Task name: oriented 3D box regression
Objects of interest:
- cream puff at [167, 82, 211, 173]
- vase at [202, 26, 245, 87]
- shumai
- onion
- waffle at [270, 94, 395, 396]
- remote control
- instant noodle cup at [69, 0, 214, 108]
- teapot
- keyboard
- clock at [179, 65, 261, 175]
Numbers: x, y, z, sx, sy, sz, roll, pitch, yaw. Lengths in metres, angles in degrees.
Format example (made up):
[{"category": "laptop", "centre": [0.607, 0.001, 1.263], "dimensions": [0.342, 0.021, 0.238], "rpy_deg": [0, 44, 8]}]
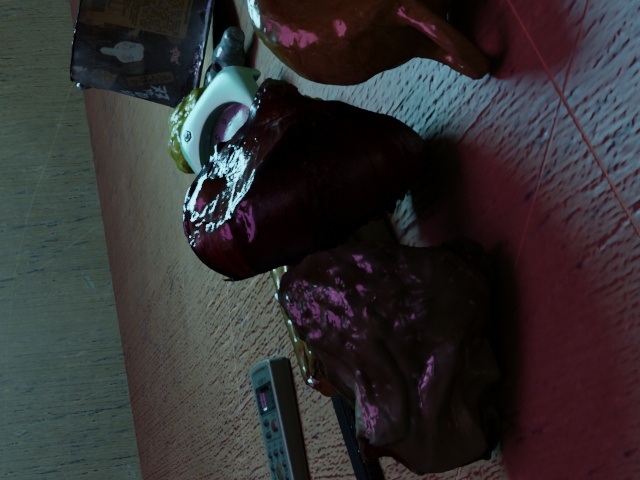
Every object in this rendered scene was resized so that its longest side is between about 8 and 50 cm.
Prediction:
[{"category": "cream puff", "centre": [-0.161, -0.161, 2.134], "dimensions": [0.156, 0.121, 0.156], "rpy_deg": [47, 150, 38]}, {"category": "vase", "centre": [-0.145, -0.254, 2.182], "dimensions": [0.211, 0.060, 0.060], "rpy_deg": [110, 149, -58]}, {"category": "shumai", "centre": [0.067, 0.120, 1.366], "dimensions": [0.256, 0.189, 0.218], "rpy_deg": [129, 132, -68]}, {"category": "onion", "centre": [-0.029, -0.070, 1.462], "dimensions": [0.195, 0.272, 0.272], "rpy_deg": [64, 163, -1]}, {"category": "waffle", "centre": [0.000, 0.000, 1.730], "dimensions": [0.224, 0.098, 0.327], "rpy_deg": [101, 158, -44]}, {"category": "remote control", "centre": [-0.055, 0.319, 2.141], "dimensions": [0.123, 0.038, 0.285], "rpy_deg": [141, 121, -70]}, {"category": "instant noodle cup", "centre": [-0.280, -0.316, 2.265], "dimensions": [0.217, 0.207, 0.217], "rpy_deg": [-169, 90, -84]}, {"category": "teapot", "centre": [0.052, -0.229, 1.366], "dimensions": [0.311, 0.167, 0.203], "rpy_deg": [37, 91, 37]}, {"category": "keyboard", "centre": [0.040, 0.241, 1.817], "dimensions": [0.072, 0.023, 0.231], "rpy_deg": [92, 163, -51]}, {"category": "clock", "centre": [-0.102, -0.123, 1.978], "dimensions": [0.159, 0.066, 0.211], "rpy_deg": [-50, 59, 31]}]
